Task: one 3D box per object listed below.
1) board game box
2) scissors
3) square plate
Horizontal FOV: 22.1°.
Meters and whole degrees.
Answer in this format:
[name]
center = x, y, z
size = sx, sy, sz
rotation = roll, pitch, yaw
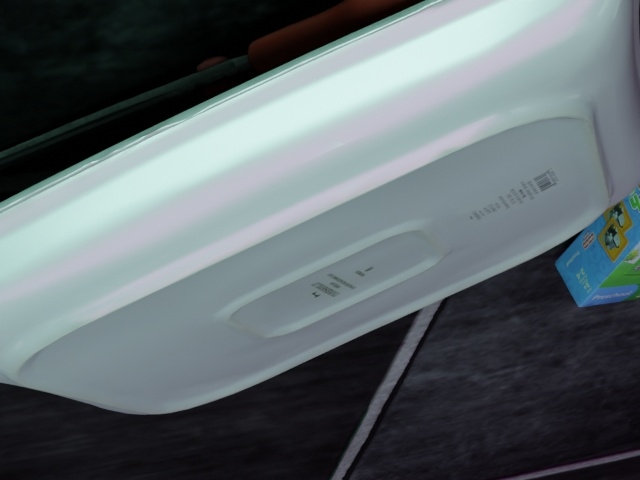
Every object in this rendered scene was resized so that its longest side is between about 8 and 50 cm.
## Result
[board game box]
center = 0.252, -0.040, 0.934
size = 0.160, 0.039, 0.211
rotation = -6, 148, -30
[scissors]
center = -0.029, -0.074, 0.664
size = 0.297, 0.021, 0.109
rotation = -17, -179, 7
[square plate]
center = 0.000, 0.000, 0.753
size = 0.344, 0.049, 0.347
rotation = -24, 166, 8
